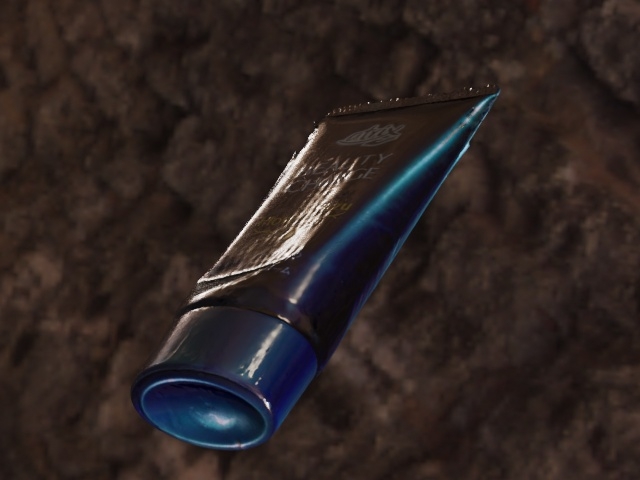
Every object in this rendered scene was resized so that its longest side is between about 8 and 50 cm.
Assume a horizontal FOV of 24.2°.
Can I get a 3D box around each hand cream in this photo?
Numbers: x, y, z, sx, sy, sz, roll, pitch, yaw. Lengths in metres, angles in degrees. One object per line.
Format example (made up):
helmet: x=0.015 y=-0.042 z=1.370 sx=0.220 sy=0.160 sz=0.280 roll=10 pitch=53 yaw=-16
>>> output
hand cream: x=0.000 y=0.000 z=0.798 sx=0.120 sy=0.061 sz=0.270 roll=-6 pitch=-146 yaw=36
